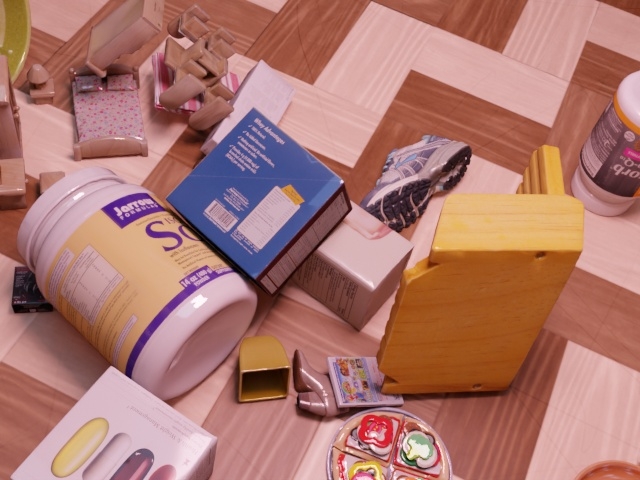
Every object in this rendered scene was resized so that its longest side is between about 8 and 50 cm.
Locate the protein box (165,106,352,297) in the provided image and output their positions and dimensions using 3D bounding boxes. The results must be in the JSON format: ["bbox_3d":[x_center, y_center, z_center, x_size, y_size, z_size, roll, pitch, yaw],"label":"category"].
[{"bbox_3d":[-0.092,-0.058,1.302,0.200,0.136,0.201,40,82,17],"label":"protein box"}]

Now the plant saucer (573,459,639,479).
[{"bbox_3d":[0.473,0.444,1.278,0.200,0.037,0.200,5,54,-7],"label":"plant saucer"}]

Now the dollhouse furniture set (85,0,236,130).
[{"bbox_3d":[-0.295,-0.340,1.562,0.242,0.161,0.212,35,38,-40],"label":"dollhouse furniture set"}]

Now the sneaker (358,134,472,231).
[{"bbox_3d":[0.163,-0.116,1.596,0.283,0.110,0.122,-33,49,-30],"label":"sneaker"}]

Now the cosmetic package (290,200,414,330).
[{"bbox_3d":[0.000,0.000,1.440,0.296,0.153,0.129,37,59,14],"label":"cosmetic package"}]

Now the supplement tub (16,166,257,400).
[{"bbox_3d":[-0.289,0.062,1.291,0.331,0.241,0.241,40,59,17],"label":"supplement tub"}]

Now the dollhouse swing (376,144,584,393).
[{"bbox_3d":[0.240,0.025,1.348,0.315,0.347,0.305,0,47,-11],"label":"dollhouse swing"}]

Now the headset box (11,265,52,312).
[{"bbox_3d":[-0.480,0.078,1.376,0.062,0.032,0.083,-1,57,-10],"label":"headset box"}]

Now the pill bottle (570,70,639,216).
[{"bbox_3d":[0.598,-0.179,1.586,0.162,0.278,0.162,4,55,-6],"label":"pill bottle"}]

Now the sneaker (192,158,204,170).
[{"bbox_3d":[-0.196,-0.089,1.517,0.066,0.071,0.188,-9,58,-15],"label":"sneaker"}]

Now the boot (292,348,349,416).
[{"bbox_3d":[0.002,0.234,1.348,0.087,0.042,0.118,4,56,-15],"label":"boot"}]

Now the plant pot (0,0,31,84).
[{"bbox_3d":[-0.743,-0.420,1.563,0.254,0.276,0.276,12,53,14],"label":"plant pot"}]

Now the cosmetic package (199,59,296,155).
[{"bbox_3d":[-0.139,-0.239,1.619,0.099,0.060,0.239,38,53,-17],"label":"cosmetic package"}]

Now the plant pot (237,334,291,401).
[{"bbox_3d":[-0.097,0.200,1.330,0.081,0.081,0.083,-5,44,-13],"label":"plant pot"}]

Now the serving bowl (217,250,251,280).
[{"bbox_3d":[-0.154,0.051,1.452,0.083,0.027,0.083,4,54,-6],"label":"serving bowl"}]

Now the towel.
[{"bbox_3d":[-0.243,-0.300,1.656,0.197,0.029,0.144,10,52,-29],"label":"towel"}]

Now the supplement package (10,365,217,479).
[{"bbox_3d":[-0.285,0.331,1.160,0.194,0.149,0.203,30,55,12],"label":"supplement package"}]

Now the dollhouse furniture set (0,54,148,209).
[{"bbox_3d":[-0.425,-0.236,1.519,0.356,0.174,0.303,-7,57,-14],"label":"dollhouse furniture set"}]

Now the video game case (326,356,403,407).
[{"bbox_3d":[0.073,0.232,1.353,0.122,0.011,0.087,5,52,-28],"label":"video game case"}]

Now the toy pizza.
[{"bbox_3d":[0.110,0.352,1.284,0.201,0.032,0.201,5,55,-6],"label":"toy pizza"}]
